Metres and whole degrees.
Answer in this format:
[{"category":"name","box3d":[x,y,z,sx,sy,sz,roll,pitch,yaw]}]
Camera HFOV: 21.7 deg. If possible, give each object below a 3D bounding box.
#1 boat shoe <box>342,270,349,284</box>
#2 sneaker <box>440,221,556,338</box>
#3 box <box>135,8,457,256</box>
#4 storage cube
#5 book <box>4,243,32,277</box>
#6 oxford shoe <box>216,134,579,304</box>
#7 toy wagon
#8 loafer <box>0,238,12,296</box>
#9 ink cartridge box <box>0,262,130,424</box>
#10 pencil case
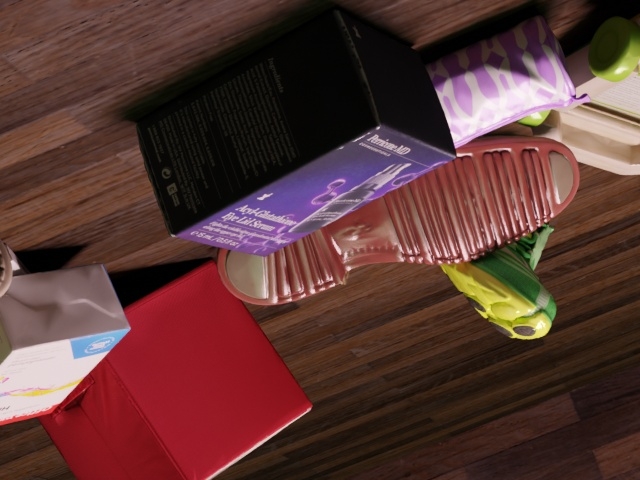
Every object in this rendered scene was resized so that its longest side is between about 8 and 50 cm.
[{"category":"boat shoe","box3d":[0.000,0.000,1.745,0.060,0.064,0.178,8,166,12]},{"category":"sneaker","box3d":[0.174,-0.006,1.665,0.123,0.295,0.109,-38,117,7]},{"category":"box","box3d":[-0.018,-0.082,1.367,0.207,0.108,0.153,-27,161,24]},{"category":"storage cube","box3d":[-0.164,0.169,1.754,0.215,0.193,0.184,-31,174,-41]},{"category":"book","box3d":[-0.320,0.050,1.577,0.096,0.035,0.144,-23,162,-2]},{"category":"oxford shoe","box3d":[0.067,-0.046,1.581,0.348,0.123,0.130,-12,-152,1]},{"category":"toy wagon","box3d":[0.349,-0.138,1.510,0.267,0.068,0.344,14,157,-28]},{"category":"loafer","box3d":[-0.387,0.039,1.359,0.268,0.102,0.092,-7,162,-13]},{"category":"ink cartridge box","box3d":[-0.299,0.117,1.611,0.134,0.078,0.231,-10,155,-41]},{"category":"pencil case","box3d":[0.121,-0.119,1.448,0.206,0.088,0.086,-25,163,14]}]
